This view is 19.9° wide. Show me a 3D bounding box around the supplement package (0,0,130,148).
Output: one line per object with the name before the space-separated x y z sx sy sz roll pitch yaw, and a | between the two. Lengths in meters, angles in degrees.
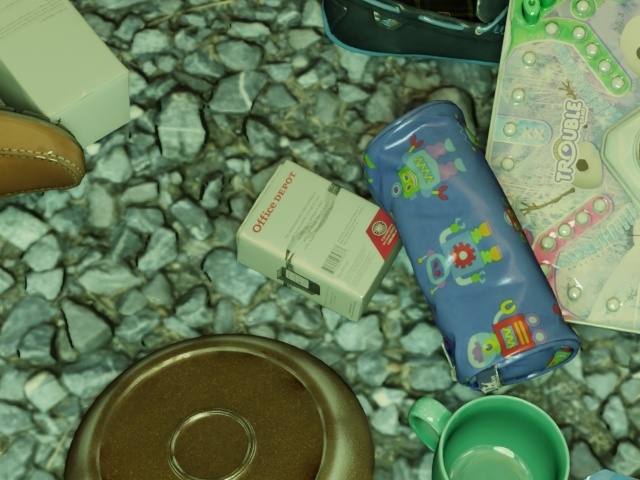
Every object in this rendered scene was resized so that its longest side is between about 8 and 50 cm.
supplement package | -0.298 -0.192 1.978 0.105 0.105 0.179 -33 70 -20

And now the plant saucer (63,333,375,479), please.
plant saucer | -0.103 0.211 1.783 0.310 0.050 0.311 -4 53 6

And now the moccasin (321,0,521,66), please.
moccasin | 0.176 -0.264 2.047 0.342 0.117 0.138 -7 64 -8

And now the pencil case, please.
pencil case | 0.144 0.012 1.847 0.133 0.119 0.306 -29 70 14

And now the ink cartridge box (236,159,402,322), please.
ink cartridge box | 0.000 0.000 1.928 0.150 0.063 0.109 27 63 9

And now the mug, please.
mug | 0.169 0.219 1.812 0.129 0.097 0.158 -18 65 -12

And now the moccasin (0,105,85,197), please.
moccasin | -0.432 -0.054 1.879 0.380 0.139 0.147 -4 64 -6

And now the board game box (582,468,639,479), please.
board game box | 0.304 0.298 1.798 0.168 0.033 0.133 17 94 -2

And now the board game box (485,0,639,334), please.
board game box | 0.372 -0.094 1.930 0.390 0.050 0.390 9 82 5
